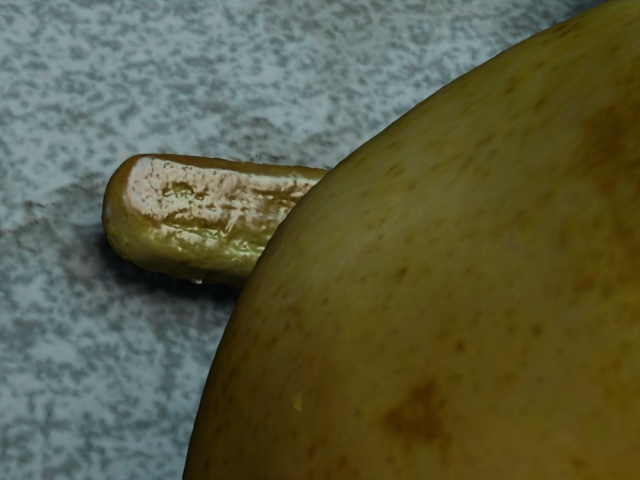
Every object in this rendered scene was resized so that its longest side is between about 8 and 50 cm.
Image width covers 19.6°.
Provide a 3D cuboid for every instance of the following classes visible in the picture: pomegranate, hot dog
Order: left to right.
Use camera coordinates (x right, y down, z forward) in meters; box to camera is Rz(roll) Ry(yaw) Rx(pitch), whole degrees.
[{"bbox_3d":[0.000,0.000,0.884,0.215,0.047,0.066,4,71,-20],"label":"hot dog"},{"bbox_3d":[0.150,0.103,0.663,0.416,0.417,0.417,11,55,-16],"label":"pomegranate"}]
